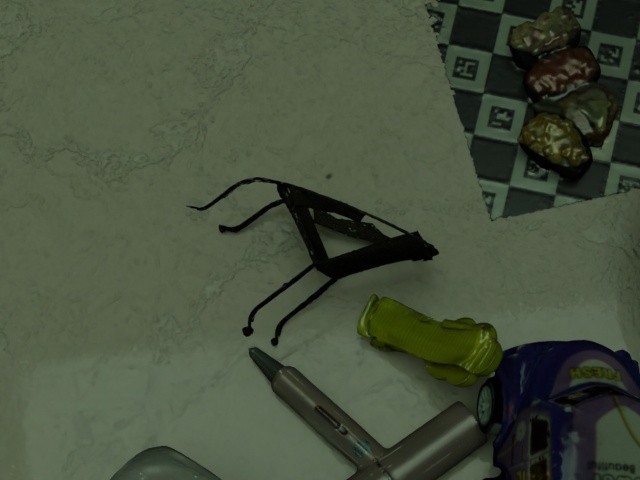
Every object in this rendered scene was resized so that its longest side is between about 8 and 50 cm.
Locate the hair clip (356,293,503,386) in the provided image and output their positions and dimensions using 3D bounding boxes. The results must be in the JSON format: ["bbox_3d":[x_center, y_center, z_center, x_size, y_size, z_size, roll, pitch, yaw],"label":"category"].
[{"bbox_3d":[0.111,0.102,1.503,0.173,0.046,0.072,13,70,45],"label":"hair clip"}]

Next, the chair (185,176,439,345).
[{"bbox_3d":[0.000,0.000,1.528,0.213,0.174,0.149,-22,75,8],"label":"chair"}]

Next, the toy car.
[{"bbox_3d":[0.247,0.200,1.422,0.172,0.158,0.235,4,71,-14],"label":"toy car"}]

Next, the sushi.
[{"bbox_3d":[0.266,-0.187,1.627,0.264,0.050,0.290,-12,71,0],"label":"sushi"}]

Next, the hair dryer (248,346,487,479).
[{"bbox_3d":[0.029,0.171,1.535,0.195,0.053,0.220,-33,66,-8],"label":"hair dryer"}]

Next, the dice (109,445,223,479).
[{"bbox_3d":[-0.130,0.317,1.418,0.193,0.192,0.194,31,78,12],"label":"dice"}]
